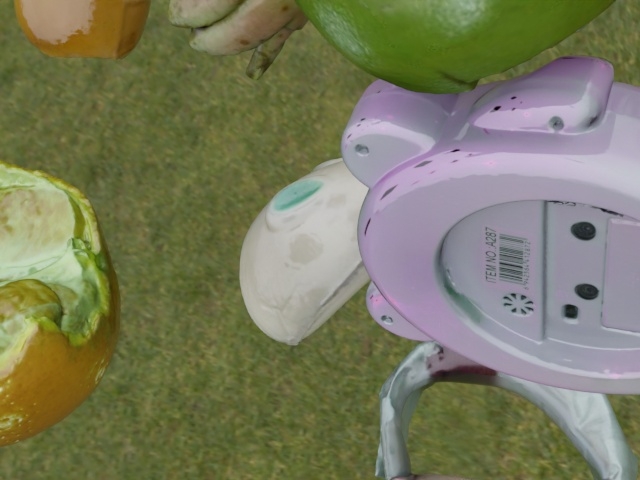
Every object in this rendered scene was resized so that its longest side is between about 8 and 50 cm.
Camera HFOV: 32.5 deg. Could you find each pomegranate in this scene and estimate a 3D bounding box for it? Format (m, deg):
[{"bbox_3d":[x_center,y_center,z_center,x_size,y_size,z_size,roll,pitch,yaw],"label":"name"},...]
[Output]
[{"bbox_3d":[0.035,-0.180,0.553,0.302,0.236,0.235,-12,68,39],"label":"pomegranate"}]

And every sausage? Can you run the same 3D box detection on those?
[{"bbox_3d":[-0.182,-0.322,0.862,0.134,0.116,0.353,-107,23,-64],"label":"sausage"}]

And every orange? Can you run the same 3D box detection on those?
[{"bbox_3d":[-0.243,0.060,0.851,0.179,0.158,0.237,-20,40,3],"label":"orange"}]

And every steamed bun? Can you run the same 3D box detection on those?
[{"bbox_3d":[0.000,0.000,1.137,0.131,0.177,0.228,44,129,3],"label":"steamed bun"}]

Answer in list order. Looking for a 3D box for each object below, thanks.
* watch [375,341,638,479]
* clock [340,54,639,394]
[{"bbox_3d":[0.177,0.201,1.056,0.254,0.161,0.241,10,57,17],"label":"watch"},{"bbox_3d":[0.141,-0.001,0.622,0.248,0.227,0.090,9,49,19],"label":"clock"}]
